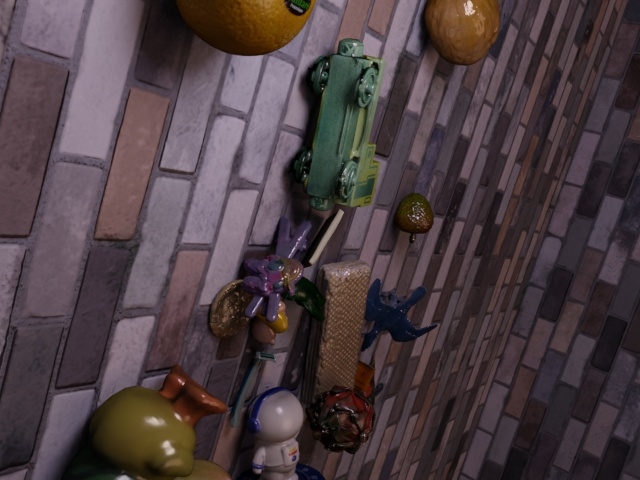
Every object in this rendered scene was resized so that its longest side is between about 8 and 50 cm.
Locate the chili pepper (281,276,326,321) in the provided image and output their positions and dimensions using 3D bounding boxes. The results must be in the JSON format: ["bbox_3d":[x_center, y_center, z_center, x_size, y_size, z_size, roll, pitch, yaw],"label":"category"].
[{"bbox_3d":[-0.047,0.117,1.574,0.224,0.061,0.098,34,37,-44],"label":"chili pepper"}]

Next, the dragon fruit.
[{"bbox_3d":[0.055,0.462,1.736,0.182,0.182,0.188,-62,173,-10],"label":"dragon fruit"}]

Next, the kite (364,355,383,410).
[{"bbox_3d":[0.138,0.530,2.194,0.234,0.016,0.321,-35,135,-39],"label":"kite"}]

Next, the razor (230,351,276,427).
[{"bbox_3d":[-0.171,0.350,1.586,0.068,0.037,0.191,25,91,-54],"label":"razor"}]

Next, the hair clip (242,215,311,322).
[{"bbox_3d":[-0.092,0.049,1.443,0.278,0.137,0.090,-64,161,-46],"label":"hair clip"}]

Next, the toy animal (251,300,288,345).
[{"bbox_3d":[-0.107,0.181,1.539,0.082,0.091,0.114,-41,140,-59],"label":"toy animal"}]

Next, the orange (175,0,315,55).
[{"bbox_3d":[-0.113,-0.398,1.041,0.236,0.236,0.236,-34,136,-42],"label":"orange"}]

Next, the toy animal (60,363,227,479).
[{"bbox_3d":[-0.339,0.379,1.212,0.191,0.216,0.338,44,73,-28],"label":"toy animal"}]

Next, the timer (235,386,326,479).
[{"bbox_3d":[-0.105,0.546,1.655,0.270,0.271,0.383,-14,105,-53],"label":"timer"}]

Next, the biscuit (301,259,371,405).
[{"bbox_3d":[0.037,0.253,1.775,0.144,0.078,0.425,-7,116,-32],"label":"biscuit"}]

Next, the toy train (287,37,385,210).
[{"bbox_3d":[0.059,-0.249,1.472,0.237,0.150,0.368,-20,125,-61],"label":"toy train"}]

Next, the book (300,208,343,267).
[{"bbox_3d":[0.000,0.000,1.535,0.138,0.016,0.199,-60,-175,-8],"label":"book"}]

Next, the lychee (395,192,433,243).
[{"bbox_3d":[0.271,-0.065,1.932,0.114,0.114,0.146,15,79,-59],"label":"lychee"}]

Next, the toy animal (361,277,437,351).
[{"bbox_3d":[0.216,0.229,1.992,0.255,0.239,0.176,-41,-156,41],"label":"toy animal"}]

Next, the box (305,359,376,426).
[{"bbox_3d":[0.063,0.456,1.981,0.237,0.070,0.152,-64,148,-9],"label":"box"}]

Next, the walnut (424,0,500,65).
[{"bbox_3d":[0.356,-0.550,1.693,0.195,0.195,0.221,-55,153,-20],"label":"walnut"}]

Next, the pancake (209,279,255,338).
[{"bbox_3d":[-0.187,0.146,1.448,0.139,0.022,0.139,-33,134,-43],"label":"pancake"}]

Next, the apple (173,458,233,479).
[{"bbox_3d":[-0.278,0.610,1.343,0.277,0.319,0.319,-19,130,-15],"label":"apple"}]
